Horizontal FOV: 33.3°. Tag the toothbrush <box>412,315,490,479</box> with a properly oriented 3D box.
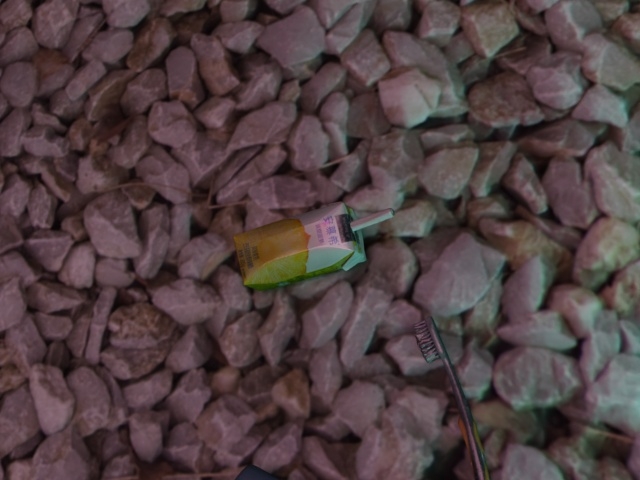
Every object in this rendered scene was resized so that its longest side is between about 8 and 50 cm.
[{"bbox_3d":[0.171,0.235,1.207,0.031,0.023,0.321,-27,69,17],"label":"toothbrush"}]

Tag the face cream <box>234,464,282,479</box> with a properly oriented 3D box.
[{"bbox_3d":[0.067,0.369,1.177,0.385,0.086,0.136,27,88,17],"label":"face cream"}]

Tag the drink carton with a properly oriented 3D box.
[{"bbox_3d":[0.000,0.000,1.293,0.200,0.074,0.084,-16,73,12],"label":"drink carton"}]
